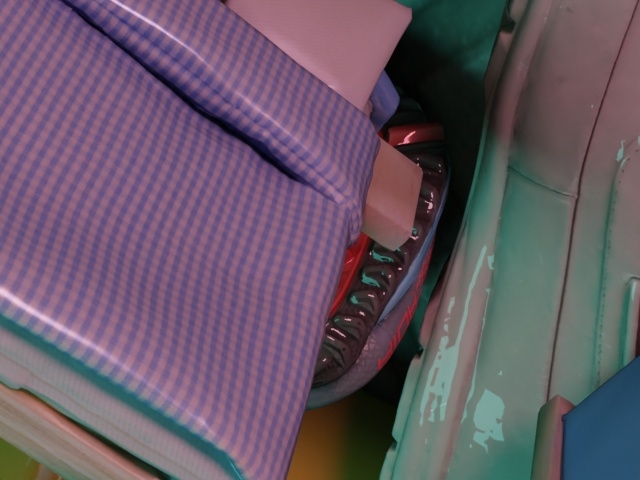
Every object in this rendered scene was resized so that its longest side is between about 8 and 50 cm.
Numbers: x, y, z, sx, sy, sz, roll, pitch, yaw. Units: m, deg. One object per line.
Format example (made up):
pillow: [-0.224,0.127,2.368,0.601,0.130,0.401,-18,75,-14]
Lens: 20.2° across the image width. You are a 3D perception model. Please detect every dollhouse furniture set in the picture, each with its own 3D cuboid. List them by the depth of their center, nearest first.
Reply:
dollhouse furniture set: [0.024,-0.006,0.378,0.303,0.286,0.198,36,122,-13]

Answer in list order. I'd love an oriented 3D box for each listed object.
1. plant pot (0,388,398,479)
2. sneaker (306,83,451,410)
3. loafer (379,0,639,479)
plant pot: [-0.029,0.129,0.750,0.188,0.205,0.205,11,115,36]
sneaker: [0.000,0.000,0.672,0.262,0.104,0.125,-97,-6,-62]
loafer: [0.104,-0.026,0.571,0.111,0.112,0.319,17,121,8]
